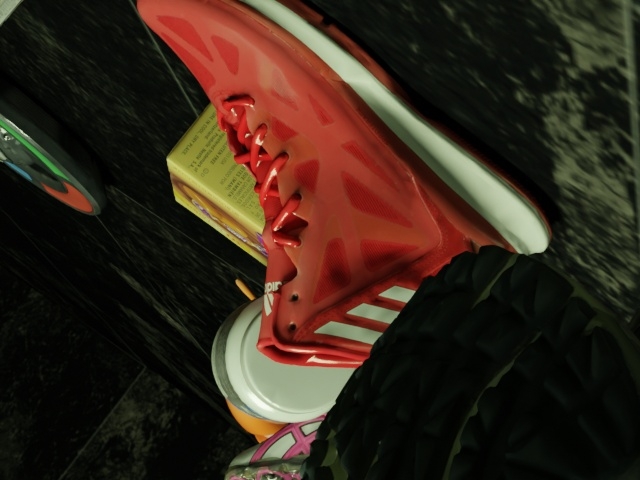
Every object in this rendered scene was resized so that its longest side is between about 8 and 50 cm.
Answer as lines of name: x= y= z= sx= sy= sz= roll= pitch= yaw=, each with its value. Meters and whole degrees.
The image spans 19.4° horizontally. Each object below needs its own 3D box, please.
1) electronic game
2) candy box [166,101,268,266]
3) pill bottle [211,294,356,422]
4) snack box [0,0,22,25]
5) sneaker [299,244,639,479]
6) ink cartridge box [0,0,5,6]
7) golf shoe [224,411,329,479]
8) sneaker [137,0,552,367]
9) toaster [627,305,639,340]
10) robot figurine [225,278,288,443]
electronic game: x=-0.272 y=-0.097 z=1.572 sx=0.229 sy=0.048 sz=0.229 roll=36 pitch=169 yaw=8
candy box: x=0.000 y=0.000 z=1.096 sx=0.186 sy=0.053 sz=0.109 roll=38 pitch=170 yaw=5
pill bottle: x=-0.021 y=0.069 z=1.104 sx=0.078 sy=0.078 sz=0.137 roll=38 pitch=172 yaw=-4
snack box: x=-0.268 y=-0.210 z=1.018 sx=0.174 sy=0.070 sz=0.207 roll=26 pitch=166 yaw=47
sneaker: x=0.091 y=0.088 z=0.438 sx=0.122 sy=0.110 sz=0.283 roll=36 pitch=173 yaw=-28
ink cartridge box: x=-0.220 y=-0.134 z=0.807 sx=0.153 sy=0.208 sz=0.087 roll=44 pitch=168 yaw=-31
golf shoe: x=0.021 y=0.125 z=1.185 sx=0.186 sy=0.086 sz=0.067 roll=-19 pitch=132 yaw=31
sneaker: x=-0.016 y=-0.024 z=0.838 sx=0.221 sy=0.128 sz=0.087 roll=36 pitch=169 yaw=5
toaster: x=0.178 y=0.024 z=0.467 sx=0.168 sy=0.110 sz=0.186 roll=35 pitch=169 yaw=7
robot figurine: x=0.021 y=0.114 z=1.310 sx=0.219 sy=0.158 sz=0.128 roll=42 pitch=150 yaw=-24
